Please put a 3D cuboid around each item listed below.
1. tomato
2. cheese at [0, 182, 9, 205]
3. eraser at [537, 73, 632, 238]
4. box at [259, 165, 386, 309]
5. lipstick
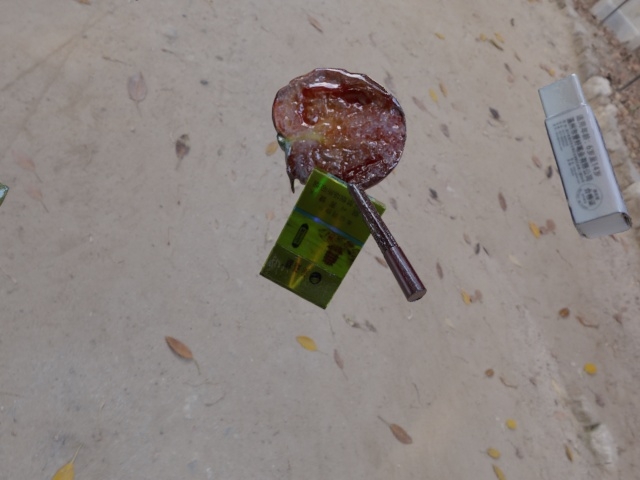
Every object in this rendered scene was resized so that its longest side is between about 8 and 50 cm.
[{"bbox_3d":[0.043,-0.240,1.058,0.308,0.170,0.309,0,90,4],"label":"tomato"},{"bbox_3d":[-0.259,-0.014,0.306,0.060,0.041,0.084,31,31,-33],"label":"cheese"},{"bbox_3d":[0.378,-0.116,0.660,0.124,0.068,0.210,14,63,-50],"label":"eraser"},{"bbox_3d":[0.000,0.000,0.705,0.121,0.193,0.030,28,19,-2],"label":"box"},{"bbox_3d":[0.076,-0.005,0.563,0.027,0.027,0.177,-2,52,-35],"label":"lipstick"}]
